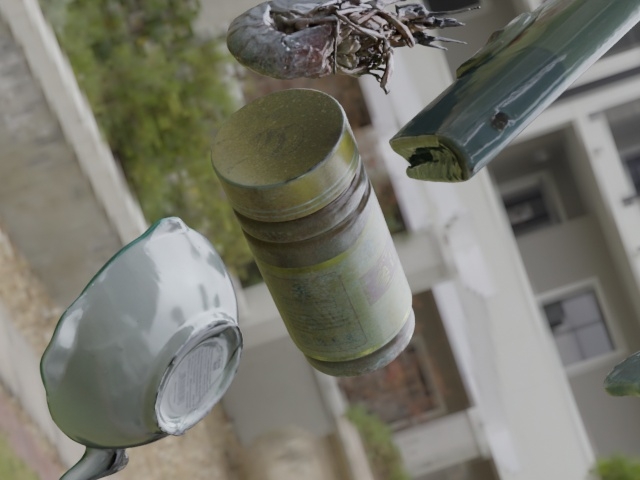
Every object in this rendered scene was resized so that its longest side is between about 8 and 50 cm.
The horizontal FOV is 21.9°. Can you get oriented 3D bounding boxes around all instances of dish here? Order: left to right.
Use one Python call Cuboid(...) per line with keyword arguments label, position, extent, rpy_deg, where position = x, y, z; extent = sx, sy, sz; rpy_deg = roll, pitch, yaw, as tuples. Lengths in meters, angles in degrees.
Cuboid(label="dish", position=(-0.129, 0.106, 1.334), extent=(0.224, 0.078, 0.246), rpy_deg=(-14, 128, -55))

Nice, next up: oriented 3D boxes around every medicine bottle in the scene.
Cuboid(label="medicine bottle", position=(0.000, 0.000, 1.836), extent=(0.151, 0.151, 0.322), rpy_deg=(-108, 177, -48))

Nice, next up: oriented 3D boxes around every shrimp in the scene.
Cuboid(label="shrimp", position=(0.046, -0.262, 2.141), extent=(0.145, 0.343, 0.116), rpy_deg=(-131, -141, -61))

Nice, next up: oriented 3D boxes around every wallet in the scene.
Cuboid(label="wallet", position=(0.236, -0.201, 1.839), extent=(0.083, 0.360, 0.252), rpy_deg=(51, -12, -12))

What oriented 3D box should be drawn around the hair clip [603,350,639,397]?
Cuboid(label="hair clip", position=(0.503, 0.131, 1.599), extent=(0.238, 0.392, 0.318), rpy_deg=(47, 12, -3))
